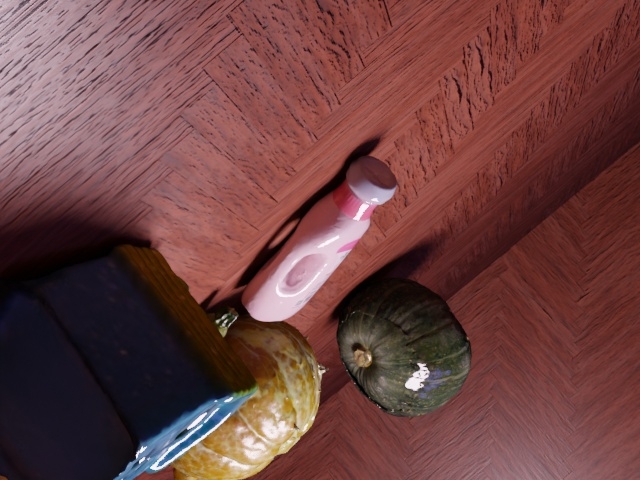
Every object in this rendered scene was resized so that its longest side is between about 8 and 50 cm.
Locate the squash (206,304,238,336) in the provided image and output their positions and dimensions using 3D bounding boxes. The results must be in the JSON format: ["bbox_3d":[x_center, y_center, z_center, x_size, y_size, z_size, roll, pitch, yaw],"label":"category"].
[{"bbox_3d":[-0.235,0.189,1.615,0.252,0.066,0.066,-40,166,2],"label":"squash"}]

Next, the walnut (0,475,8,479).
[{"bbox_3d":[-0.468,0.343,1.273,0.222,0.195,0.195,-44,168,-13],"label":"walnut"}]

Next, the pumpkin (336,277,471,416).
[{"bbox_3d":[0.189,0.251,2.361,0.257,0.328,0.291,-16,137,-38],"label":"pumpkin"}]

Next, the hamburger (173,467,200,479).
[{"bbox_3d":[-0.208,0.384,2.112,0.319,0.158,0.318,-36,165,-11],"label":"hamburger"}]

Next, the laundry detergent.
[{"bbox_3d":[0.000,0.000,1.594,0.159,0.088,0.335,-22,157,-50],"label":"laundry detergent"}]

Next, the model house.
[{"bbox_3d":[-0.228,0.142,1.148,0.303,0.237,0.215,-25,162,-51],"label":"model house"}]

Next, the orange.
[{"bbox_3d":[-0.148,0.282,1.752,0.329,0.249,0.329,-43,169,-11],"label":"orange"}]
